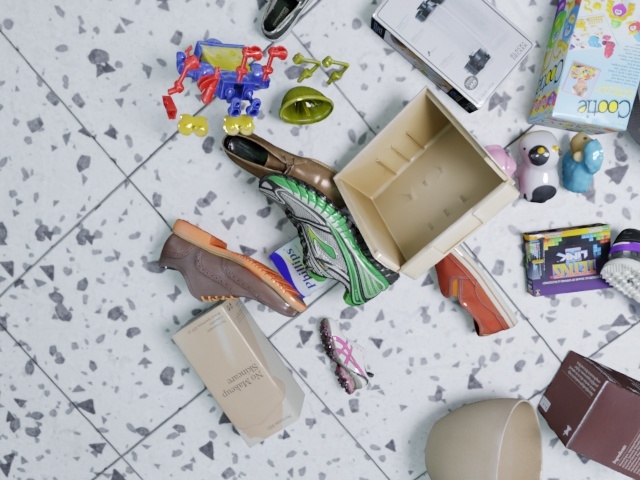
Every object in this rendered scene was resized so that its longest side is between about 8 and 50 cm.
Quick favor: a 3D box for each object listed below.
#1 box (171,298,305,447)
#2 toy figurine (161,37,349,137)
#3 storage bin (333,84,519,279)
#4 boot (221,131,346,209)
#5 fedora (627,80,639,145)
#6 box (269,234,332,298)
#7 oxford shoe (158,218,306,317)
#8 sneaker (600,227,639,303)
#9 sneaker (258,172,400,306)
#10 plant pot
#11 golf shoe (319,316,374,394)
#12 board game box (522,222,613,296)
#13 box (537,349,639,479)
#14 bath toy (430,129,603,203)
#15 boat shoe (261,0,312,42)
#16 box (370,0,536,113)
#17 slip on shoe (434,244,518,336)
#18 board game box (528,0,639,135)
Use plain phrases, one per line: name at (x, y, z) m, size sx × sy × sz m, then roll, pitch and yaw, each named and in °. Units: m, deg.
box at (-0.180, 0.291, 1.108) m, size 0.148 × 0.121 × 0.311 m, roll -34°, pitch 95°, yaw 8°
toy figurine at (-0.153, -0.356, 0.971) m, size 0.217 × 0.362 × 0.191 m, roll 60°, pitch 144°, yaw 29°
storage bin at (0.191, -0.105, 0.926) m, size 0.262 × 0.260 × 0.123 m, roll -43°, pitch 134°, yaw 21°
boot at (-0.075, -0.145, 1.040) m, size 0.305 × 0.115 × 0.112 m, roll 26°, pitch 97°, yaw -2°
fedora at (0.703, -0.245, 0.949) m, size 0.243 × 0.124 × 0.276 m, roll -24°, pitch 87°, yaw -11°
box at (-0.022, 0.044, 1.085) m, size 0.137 × 0.072 × 0.126 m, roll -33°, pitch 94°, yaw 9°
oxford shoe at (-0.193, 0.086, 1.034) m, size 0.363 × 0.130 × 0.133 m, roll 27°, pitch 84°, yaw 25°
sneaker at (0.719, 0.078, 1.023) m, size 0.293 × 0.102 × 0.146 m, roll 38°, pitch 62°, yaw -20°
sneaker at (0.000, 0.000, 0.968) m, size 0.146 × 0.134 × 0.343 m, roll -44°, pitch 98°, yaw 4°
plant pot at (0.342, 0.475, 1.050) m, size 0.190 × 0.284 × 0.284 m, roll -3°, pitch 100°, yaw 41°
golf shoe at (0.058, 0.257, 1.123) m, size 0.086 × 0.067 × 0.186 m, roll -25°, pitch 96°, yaw -19°
board game box at (0.539, 0.042, 1.057) m, size 0.170 × 0.048 × 0.141 m, roll -8°, pitch 97°, yaw 5°
box at (0.624, 0.376, 1.040) m, size 0.203 × 0.168 × 0.167 m, roll 25°, pitch 100°, yaw -1°
bath toy at (0.380, -0.135, 1.002) m, size 0.348 × 0.129 × 0.152 m, roll -11°, pitch 98°, yaw 6°
boat shoe at (-0.052, -0.518, 1.003) m, size 0.077 × 0.070 × 0.219 m, roll 31°, pitch 99°, yaw -1°
box at (0.263, -0.420, 0.987) m, size 0.290 × 0.087 × 0.169 m, roll 39°, pitch 99°, yaw -3°
slip on shoe at (0.297, 0.078, 1.050) m, size 0.101 × 0.123 × 0.331 m, roll -37°, pitch 99°, yaw 12°
board game box at (0.532, -0.361, 0.949) m, size 0.144 × 0.142 × 0.276 m, roll 12°, pitch 99°, yaw 4°
